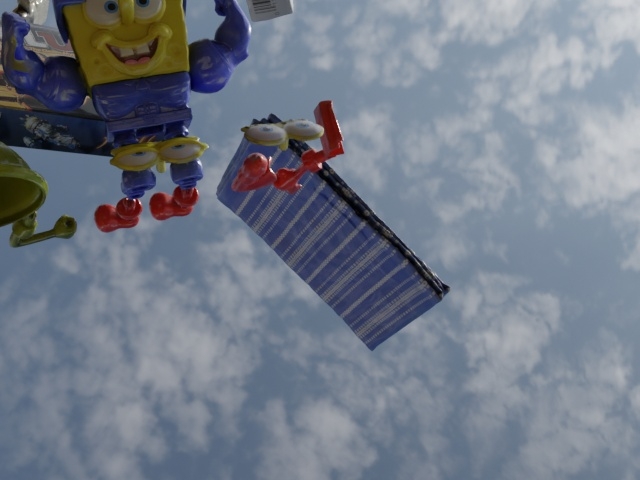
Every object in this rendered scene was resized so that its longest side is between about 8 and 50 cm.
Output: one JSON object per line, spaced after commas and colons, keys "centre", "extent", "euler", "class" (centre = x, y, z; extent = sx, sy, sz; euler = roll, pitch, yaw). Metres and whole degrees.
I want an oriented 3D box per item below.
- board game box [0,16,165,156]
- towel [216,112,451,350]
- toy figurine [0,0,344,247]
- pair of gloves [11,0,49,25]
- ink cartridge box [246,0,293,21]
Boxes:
{"centre": [-0.264, -0.145, 0.816], "extent": [0.165, 0.243, 0.042], "euler": [57, -49, 39], "class": "board game box"}
{"centre": [0.000, 0.000, 1.214], "extent": [0.336, 0.243, 0.040], "euler": [45, -122, 2], "class": "towel"}
{"centre": [-0.182, -0.131, 0.733], "extent": [0.363, 0.191, 0.217], "euler": [-12, -99, -13], "class": "toy figurine"}
{"centre": [-0.602, -0.514, 1.816], "extent": [0.042, 0.240, 0.204], "euler": [15, -142, -5], "class": "pair of gloves"}
{"centre": [-0.128, -0.656, 1.692], "extent": [0.091, 0.308, 0.385], "euler": [-10, -133, 5], "class": "ink cartridge box"}
